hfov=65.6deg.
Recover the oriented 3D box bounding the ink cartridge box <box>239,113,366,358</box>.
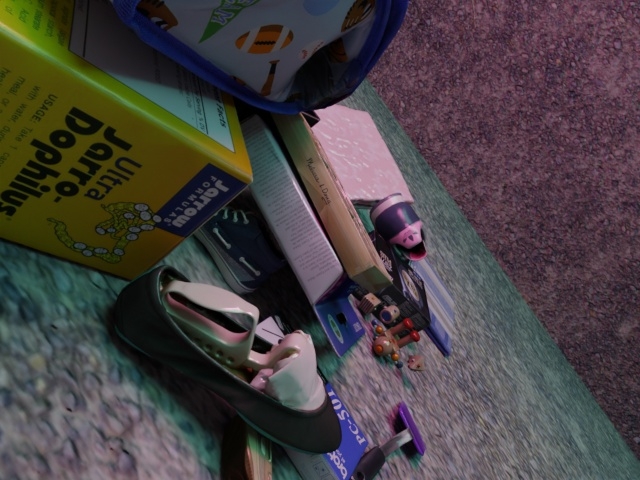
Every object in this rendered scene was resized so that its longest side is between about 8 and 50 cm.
[{"bbox_3d":[0.000,0.000,0.776,0.330,0.071,0.324,60,7,9],"label":"ink cartridge box"}]

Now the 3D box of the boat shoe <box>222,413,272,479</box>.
[{"bbox_3d":[-0.063,0.241,0.472,0.048,0.056,0.153,33,24,-31],"label":"boat shoe"}]

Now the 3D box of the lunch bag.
[{"bbox_3d":[-0.076,-0.324,0.492,0.328,0.238,0.385,63,10,6],"label":"lunch bag"}]

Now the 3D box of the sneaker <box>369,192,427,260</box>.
[{"bbox_3d":[0.201,0.007,1.167,0.131,0.112,0.319,59,9,24],"label":"sneaker"}]

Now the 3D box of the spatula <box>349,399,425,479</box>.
[{"bbox_3d":[0.103,0.304,0.727,0.296,0.030,0.084,4,56,-61],"label":"spatula"}]

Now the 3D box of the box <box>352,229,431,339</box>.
[{"bbox_3d":[0.141,0.091,1.032,0.180,0.077,0.147,45,25,-21],"label":"box"}]

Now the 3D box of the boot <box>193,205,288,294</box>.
[{"bbox_3d":[-0.123,-0.025,0.678,0.190,0.086,0.069,54,23,-1],"label":"boot"}]

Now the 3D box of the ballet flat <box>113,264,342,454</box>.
[{"bbox_3d":[-0.072,0.120,0.496,0.280,0.096,0.095,34,24,-13],"label":"ballet flat"}]

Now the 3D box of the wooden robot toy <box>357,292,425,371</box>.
[{"bbox_3d":[0.124,0.175,0.903,0.079,0.076,0.173,-15,70,-54],"label":"wooden robot toy"}]

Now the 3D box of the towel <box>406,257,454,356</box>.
[{"bbox_3d":[0.277,0.145,1.275,0.209,0.034,0.285,53,25,-8],"label":"towel"}]

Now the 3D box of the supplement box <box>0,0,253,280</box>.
[{"bbox_3d":[-0.262,-0.138,0.433,0.356,0.195,0.194,29,34,-44],"label":"supplement box"}]

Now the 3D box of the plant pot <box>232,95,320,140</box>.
[{"bbox_3d":[-0.147,-0.211,0.772,0.187,0.167,0.188,54,21,17],"label":"plant pot"}]

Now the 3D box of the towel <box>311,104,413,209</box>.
[{"bbox_3d":[0.036,-0.203,1.148,0.331,0.053,0.317,0,56,-39],"label":"towel"}]

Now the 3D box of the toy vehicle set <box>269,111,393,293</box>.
[{"bbox_3d":[0.018,-0.058,0.713,0.267,0.035,0.166,64,9,17],"label":"toy vehicle set"}]

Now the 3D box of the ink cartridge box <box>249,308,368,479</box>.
[{"bbox_3d":[-0.028,0.194,0.611,0.207,0.046,0.097,56,24,4],"label":"ink cartridge box"}]
